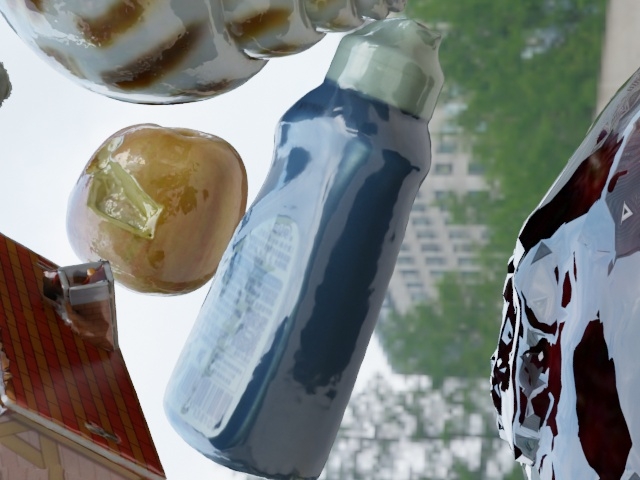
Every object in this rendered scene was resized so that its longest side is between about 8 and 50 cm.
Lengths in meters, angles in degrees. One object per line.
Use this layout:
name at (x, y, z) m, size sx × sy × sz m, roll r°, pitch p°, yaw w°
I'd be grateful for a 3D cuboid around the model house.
model house at (-0.164, 0.114, 0.758) m, size 0.294 × 0.154 × 0.207 m, roll -123°, pitch 24°, yaw -59°

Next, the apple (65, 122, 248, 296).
apple at (-0.162, -0.036, 1.535) m, size 0.199 × 0.199 × 0.199 m, roll 1°, pitch -90°, yaw -71°

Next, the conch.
conch at (-0.086, -0.170, 1.001) m, size 0.183 × 0.275 × 0.149 m, roll -47°, pitch -61°, yaw -81°

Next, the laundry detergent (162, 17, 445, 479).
laundry detergent at (0.000, 0.000, 0.926) m, size 0.290 × 0.094 × 0.143 m, roll -66°, pitch 23°, yaw 5°

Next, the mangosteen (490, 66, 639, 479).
mangosteen at (0.286, 0.063, 0.703) m, size 0.381 × 0.421 × 0.381 m, roll -29°, pitch 58°, yaw 59°

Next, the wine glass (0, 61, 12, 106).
wine glass at (-0.395, -0.139, 1.461) m, size 0.262 × 0.074 × 0.074 m, roll -42°, pitch -50°, yaw -68°
